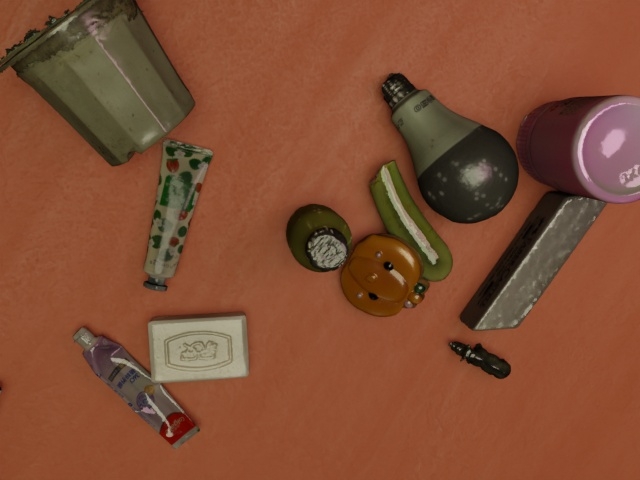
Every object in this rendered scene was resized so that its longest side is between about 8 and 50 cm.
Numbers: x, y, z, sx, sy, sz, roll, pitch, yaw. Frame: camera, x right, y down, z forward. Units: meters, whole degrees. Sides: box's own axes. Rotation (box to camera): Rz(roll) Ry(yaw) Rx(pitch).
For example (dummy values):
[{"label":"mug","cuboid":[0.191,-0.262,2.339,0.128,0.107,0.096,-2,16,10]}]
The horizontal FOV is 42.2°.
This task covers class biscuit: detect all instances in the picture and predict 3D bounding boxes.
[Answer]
[{"label":"biscuit","cuboid":[0.120,0.074,1.549,0.170,0.050,0.170,8,112,19]}]

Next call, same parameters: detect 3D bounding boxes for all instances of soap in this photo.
[{"label":"soap","cuboid":[-0.228,0.201,1.566,0.183,0.064,0.121,-3,96,-6]}]

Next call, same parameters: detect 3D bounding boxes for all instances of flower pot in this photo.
[{"label":"flower pot","cuboid":[-0.360,-0.282,1.404,0.290,0.290,0.259,-38,113,1]}]

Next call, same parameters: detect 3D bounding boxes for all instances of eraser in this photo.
[{"label":"eraser","cuboid":[0.402,0.035,1.578,0.077,0.111,0.352,34,94,-7]}]

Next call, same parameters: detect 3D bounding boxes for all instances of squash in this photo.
[{"label":"squash","cuboid":[0.168,-0.030,1.566,0.083,0.083,0.250,-31,97,0]}]

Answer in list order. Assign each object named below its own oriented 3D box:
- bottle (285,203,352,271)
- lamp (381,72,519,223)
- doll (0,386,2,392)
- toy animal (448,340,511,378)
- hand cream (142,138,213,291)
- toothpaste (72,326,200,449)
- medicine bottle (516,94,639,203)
[{"label":"bottle","cuboid":[0.000,0.000,1.457,0.112,0.260,0.112,-1,98,-6]},{"label":"lamp","cuboid":[0.216,-0.163,1.501,0.314,0.182,0.182,39,93,-4]},{"label":"doll","cuboid":[-0.668,0.354,1.532,0.067,0.091,0.219,43,94,-10]},{"label":"toy animal","cuboid":[0.310,0.229,1.621,0.136,0.065,0.047,30,94,-8]},{"label":"hand cream","cuboid":[-0.274,-0.044,1.532,0.095,0.059,0.276,13,92,-9]},{"label":"toothpaste","cuboid":[-0.353,0.277,1.575,0.075,0.048,0.301,-43,102,-2]},{"label":"medicine bottle","cuboid":[0.473,-0.165,1.464,0.178,0.290,0.178,-1,99,-5]}]
